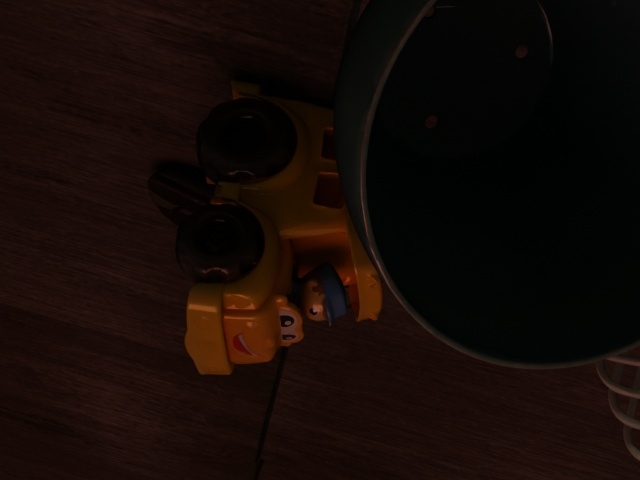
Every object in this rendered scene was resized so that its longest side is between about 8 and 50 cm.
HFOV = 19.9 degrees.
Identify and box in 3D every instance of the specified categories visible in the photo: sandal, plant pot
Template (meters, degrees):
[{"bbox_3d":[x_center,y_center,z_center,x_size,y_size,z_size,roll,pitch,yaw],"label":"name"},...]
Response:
[{"bbox_3d":[-0.053,-0.013,1.655,0.219,0.060,0.090,28,151,11],"label":"sandal"},{"bbox_3d":[0.127,-0.090,1.171,0.290,0.290,0.195,32,-172,-29],"label":"plant pot"}]

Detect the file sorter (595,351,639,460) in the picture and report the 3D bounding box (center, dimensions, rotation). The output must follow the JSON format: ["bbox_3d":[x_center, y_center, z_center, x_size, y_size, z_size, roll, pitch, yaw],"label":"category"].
[{"bbox_3d":[0.308,0.051,1.392,0.173,0.193,0.278,9,154,23],"label":"file sorter"}]

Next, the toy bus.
[{"bbox_3d":[0.000,0.000,1.460,0.211,0.220,0.149,8,150,5],"label":"toy bus"}]
